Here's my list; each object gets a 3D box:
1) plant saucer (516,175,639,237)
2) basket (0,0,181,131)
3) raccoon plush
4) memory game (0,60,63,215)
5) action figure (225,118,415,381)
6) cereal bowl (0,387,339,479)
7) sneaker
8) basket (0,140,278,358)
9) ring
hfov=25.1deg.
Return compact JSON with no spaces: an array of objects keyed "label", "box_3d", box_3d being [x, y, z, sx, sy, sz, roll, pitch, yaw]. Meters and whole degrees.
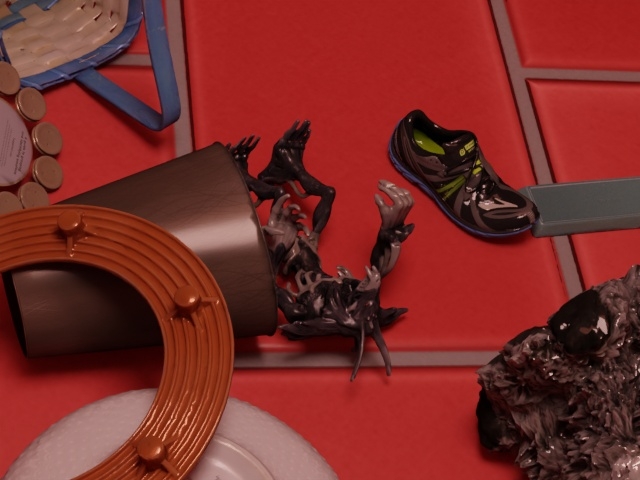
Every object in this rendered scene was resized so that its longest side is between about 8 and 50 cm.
[{"label":"plant saucer","box_3d":[0.314,-0.042,1.579,0.192,0.018,0.067,-6,54,-15]},{"label":"basket","box_3d":[-0.259,-0.264,1.492,0.289,0.254,0.201,26,47,33]},{"label":"raccoon plush","box_3d":[0.356,0.176,1.310,0.447,0.216,0.299,-22,67,-26]},{"label":"memory game","box_3d":[-0.329,-0.100,1.425,0.186,0.012,0.186,26,54,-42]},{"label":"action figure","box_3d":[0.000,0.000,1.404,0.164,0.141,0.275,-10,52,-35]},{"label":"cereal bowl","box_3d":[-0.118,0.258,1.176,0.339,0.141,0.339,5,51,-6]},{"label":"sneaker","box_3d":[0.151,-0.071,1.528,0.188,0.078,0.067,39,55,18]},{"label":"basket","box_3d":[-0.179,0.021,1.346,0.227,0.154,0.204,-13,62,-16]},{"label":"ring","box_3d":[-0.237,0.101,1.175,0.337,0.032,0.336,-3,55,5]}]
